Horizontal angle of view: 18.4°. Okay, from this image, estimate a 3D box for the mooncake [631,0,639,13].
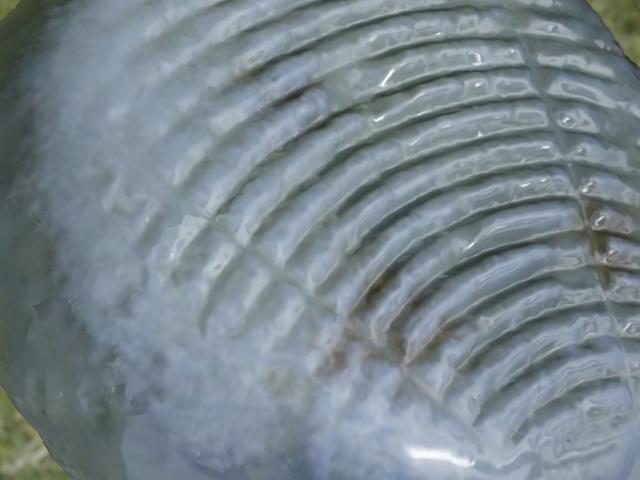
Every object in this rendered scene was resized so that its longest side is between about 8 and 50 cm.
[{"bbox_3d":[0.316,-0.238,1.017,0.393,0.246,0.394,-37,-173,-32],"label":"mooncake"}]

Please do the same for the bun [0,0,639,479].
[{"bbox_3d":[0.003,0.005,0.880,0.354,0.354,0.194,-27,168,-35],"label":"bun"}]
